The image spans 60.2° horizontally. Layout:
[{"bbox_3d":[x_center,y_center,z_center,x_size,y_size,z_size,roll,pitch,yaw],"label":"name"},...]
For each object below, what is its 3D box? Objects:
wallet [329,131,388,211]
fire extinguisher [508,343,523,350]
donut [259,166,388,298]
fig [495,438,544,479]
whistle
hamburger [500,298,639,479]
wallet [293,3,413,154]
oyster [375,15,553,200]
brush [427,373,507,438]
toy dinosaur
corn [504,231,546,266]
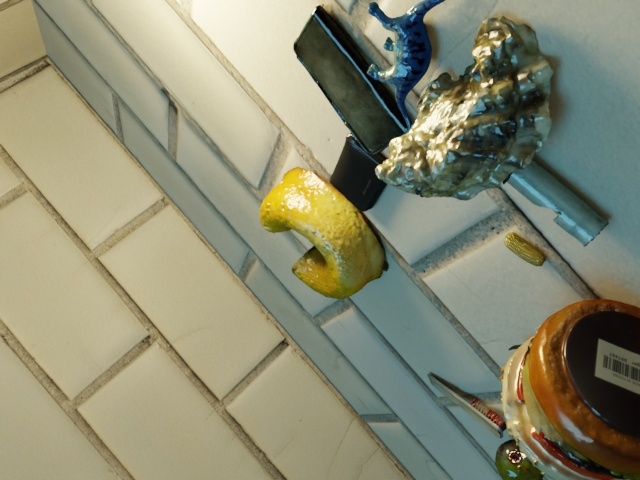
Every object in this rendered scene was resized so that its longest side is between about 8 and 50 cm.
[{"bbox_3d":[0.102,-0.169,1.409,0.149,0.044,0.250,43,155,7],"label":"wallet"},{"bbox_3d":[0.569,0.334,1.300,0.268,0.072,0.089,42,149,16],"label":"fire extinguisher"},{"bbox_3d":[0.000,0.000,1.688,0.378,0.163,0.435,7,132,56],"label":"donut"},{"bbox_3d":[0.645,0.707,1.712,0.149,0.149,0.245,18,160,51],"label":"fig"},{"bbox_3d":[0.372,-0.114,0.993,0.312,0.062,0.062,44,156,13],"label":"whistle"},{"bbox_3d":[0.513,0.288,1.022,0.330,0.330,0.250,41,148,19],"label":"hamburger"},{"bbox_3d":[0.063,-0.342,1.215,0.318,0.045,0.172,52,153,-4],"label":"wallet"},{"bbox_3d":[0.238,-0.195,0.948,0.351,0.115,0.237,-31,75,36],"label":"oyster"},{"bbox_3d":[0.472,0.522,1.795,0.321,0.050,0.060,31,154,52],"label":"brush"},{"bbox_3d":[0.152,-0.353,1.010,0.144,0.076,0.329,34,142,17],"label":"toy dinosaur"},{"bbox_3d":[0.421,0.020,1.139,0.092,0.037,0.037,37,154,21],"label":"corn"}]
